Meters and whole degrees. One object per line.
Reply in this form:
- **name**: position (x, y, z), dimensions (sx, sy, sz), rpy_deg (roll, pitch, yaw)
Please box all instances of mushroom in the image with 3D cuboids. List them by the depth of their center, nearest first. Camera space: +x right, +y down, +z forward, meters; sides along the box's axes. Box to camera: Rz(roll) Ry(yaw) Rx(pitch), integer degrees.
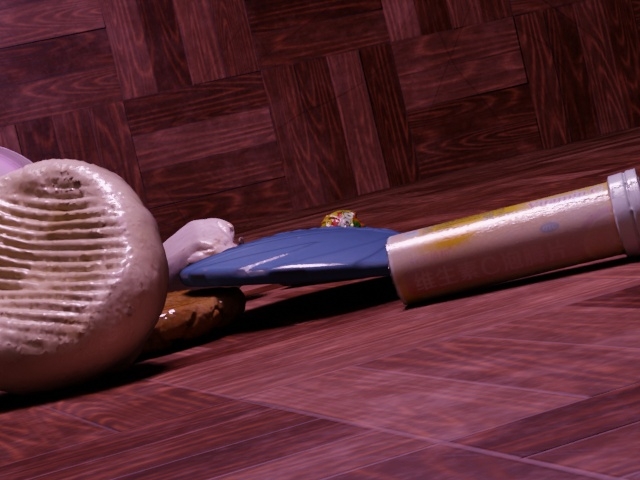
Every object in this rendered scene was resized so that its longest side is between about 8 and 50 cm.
- **mushroom**: position (-0.187, 0.041, 1.949), dimensions (0.278, 0.096, 0.099), rpy_deg (-16, 0, 31)

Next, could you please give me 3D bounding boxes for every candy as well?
- **candy**: position (0.000, 0.000, 2.356), dimensions (0.060, 0.060, 0.201), rpy_deg (-15, -4, -25)

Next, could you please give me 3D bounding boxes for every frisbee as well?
- **frisbee**: position (0.006, 0.011, 1.665), dimensions (0.290, 0.049, 0.289), rpy_deg (-4, 1, 0)

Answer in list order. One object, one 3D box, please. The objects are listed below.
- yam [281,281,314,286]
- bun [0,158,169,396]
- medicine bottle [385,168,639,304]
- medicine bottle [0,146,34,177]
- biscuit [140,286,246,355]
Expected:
- **yam**: position (0.006, 0.031, 1.888), dimensions (0.032, 0.032, 0.145), rpy_deg (-16, 6, -42)
- **bun**: position (-0.227, 0.041, 1.469), dimensions (0.231, 0.231, 0.133), rpy_deg (-12, -35, 12)
- **medicine bottle**: position (0.168, 0.001, 1.449), dimensions (0.218, 0.074, 0.074), rpy_deg (-14, 3, 13)
- **medicine bottle**: position (-0.470, 0.005, 2.251), dimensions (0.256, 0.256, 0.325), rpy_deg (-13, 7, 1)
- **biscuit**: position (-0.179, 0.083, 1.620), dimensions (0.226, 0.042, 0.226), rpy_deg (-13, 4, 1)
